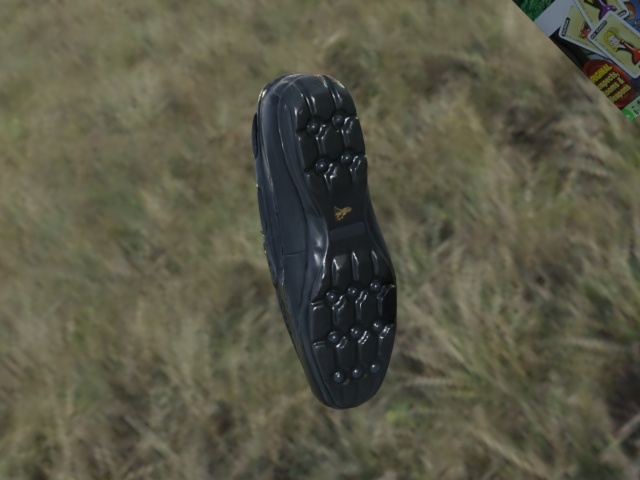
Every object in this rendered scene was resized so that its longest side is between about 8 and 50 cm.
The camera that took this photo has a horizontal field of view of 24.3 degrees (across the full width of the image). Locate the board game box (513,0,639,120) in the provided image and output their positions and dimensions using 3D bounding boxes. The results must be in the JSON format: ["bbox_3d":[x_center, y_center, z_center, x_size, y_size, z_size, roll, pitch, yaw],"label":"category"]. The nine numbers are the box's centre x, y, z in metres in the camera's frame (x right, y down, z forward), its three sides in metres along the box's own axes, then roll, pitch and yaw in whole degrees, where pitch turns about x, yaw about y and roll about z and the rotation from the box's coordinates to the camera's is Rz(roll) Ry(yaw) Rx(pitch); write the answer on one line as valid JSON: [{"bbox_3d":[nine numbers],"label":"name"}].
[{"bbox_3d":[0.199,-0.174,0.794,0.030,0.136,0.259,-43,-1,-33],"label":"board game box"}]

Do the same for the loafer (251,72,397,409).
[{"bbox_3d":[0.000,0.000,0.981,0.076,0.223,0.078,-13,10,-26],"label":"loafer"}]
